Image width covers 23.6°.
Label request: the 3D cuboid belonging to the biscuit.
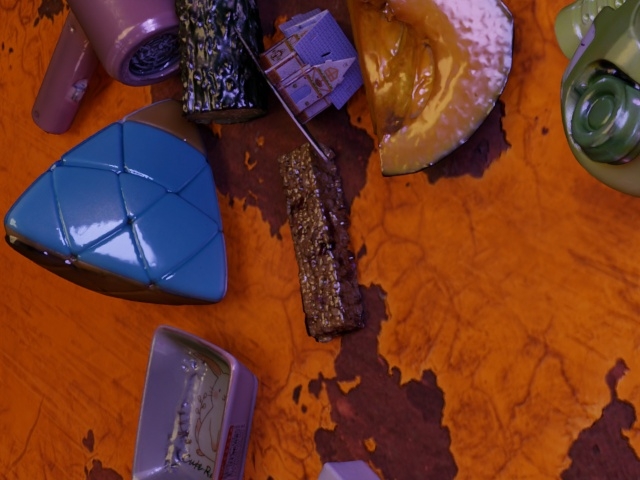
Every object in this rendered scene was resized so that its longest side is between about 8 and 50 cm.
[{"bbox_3d":[0.000,0.000,1.520,0.064,0.034,0.199,-26,69,46],"label":"biscuit"}]

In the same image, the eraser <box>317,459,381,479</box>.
[{"bbox_3d":[0.057,0.313,1.410,0.210,0.068,0.124,44,120,43],"label":"eraser"}]

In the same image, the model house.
[{"bbox_3d":[-0.009,-0.170,1.502,0.088,0.117,0.167,-36,30,3],"label":"model house"}]

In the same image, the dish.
[{"bbox_3d":[-0.130,0.216,1.636,0.154,0.064,0.234,19,101,48],"label":"dish"}]

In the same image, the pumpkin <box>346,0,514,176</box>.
[{"bbox_3d":[0.099,-0.195,1.386,0.149,0.130,0.254,-11,94,8],"label":"pumpkin"}]

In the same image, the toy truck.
[{"bbox_3d":[0.266,-0.146,1.148,0.187,0.148,0.210,-41,37,38],"label":"toy truck"}]

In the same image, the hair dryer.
[{"bbox_3d":[-0.264,-0.220,1.796,0.210,0.125,0.352,60,143,22],"label":"hair dryer"}]

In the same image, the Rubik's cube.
[{"bbox_3d":[-0.174,-0.034,1.654,0.254,0.254,0.254,-4,85,49],"label":"Rubik's cube"}]

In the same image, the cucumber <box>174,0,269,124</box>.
[{"bbox_3d":[-0.109,-0.303,1.625,0.096,0.096,0.359,-14,76,48],"label":"cucumber"}]
